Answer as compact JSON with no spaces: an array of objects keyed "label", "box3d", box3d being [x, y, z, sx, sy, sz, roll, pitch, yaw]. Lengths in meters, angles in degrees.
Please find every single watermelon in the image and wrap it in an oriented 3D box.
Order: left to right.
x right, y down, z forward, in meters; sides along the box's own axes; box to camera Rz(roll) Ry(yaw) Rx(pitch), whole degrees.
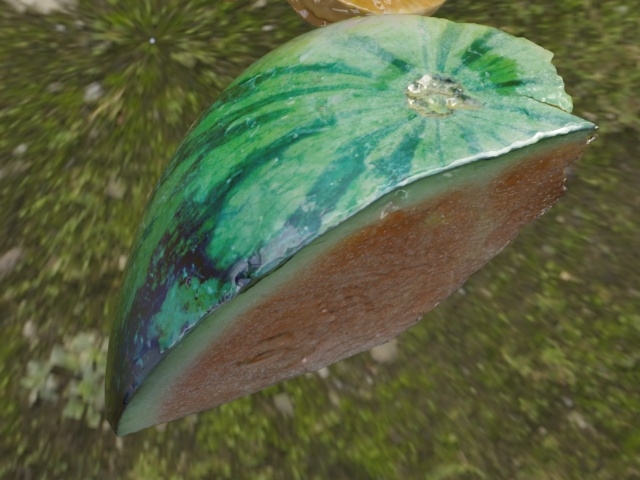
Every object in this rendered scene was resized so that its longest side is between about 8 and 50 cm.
[{"label":"watermelon","box3d":[-0.020,-0.007,0.749,0.128,0.231,0.146,51,47,7]}]

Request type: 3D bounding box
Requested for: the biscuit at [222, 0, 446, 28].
[{"label":"biscuit","box3d":[-0.028,-0.211,1.110,0.289,0.044,0.202,-5,72,-41]}]
